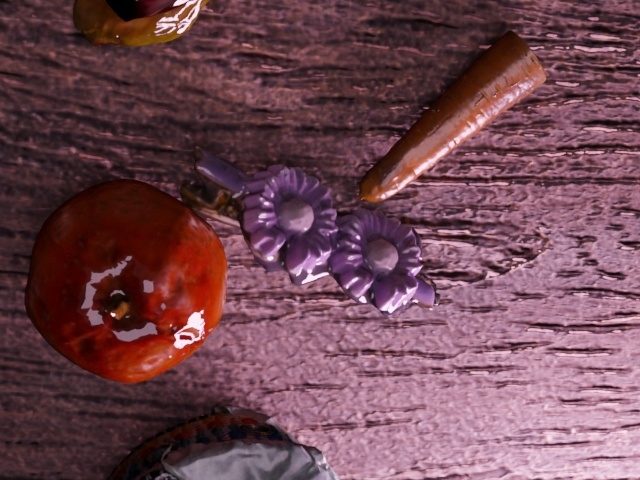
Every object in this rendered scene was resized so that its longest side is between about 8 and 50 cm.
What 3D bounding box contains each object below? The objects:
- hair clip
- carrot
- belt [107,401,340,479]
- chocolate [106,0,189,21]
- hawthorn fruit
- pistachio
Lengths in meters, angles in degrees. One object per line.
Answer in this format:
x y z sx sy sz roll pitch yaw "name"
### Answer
0.000 0.000 1.067 0.292 0.084 0.106 24 56 -20 "hair clip"
0.116 -0.107 1.069 0.210 0.061 0.061 -41 110 2 "carrot"
-0.100 0.278 1.085 0.258 0.150 0.207 -22 99 -7 "belt"
-0.124 -0.324 0.852 0.186 0.283 0.283 -29 110 -11 "chocolate"
-0.165 0.039 0.973 0.179 0.200 0.179 -2 100 -11 "hawthorn fruit"
-0.135 -0.222 0.985 0.173 0.049 0.089 -34 110 -1 "pistachio"
